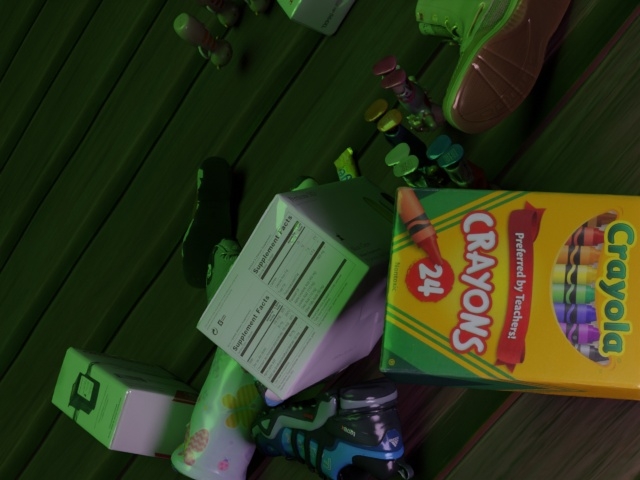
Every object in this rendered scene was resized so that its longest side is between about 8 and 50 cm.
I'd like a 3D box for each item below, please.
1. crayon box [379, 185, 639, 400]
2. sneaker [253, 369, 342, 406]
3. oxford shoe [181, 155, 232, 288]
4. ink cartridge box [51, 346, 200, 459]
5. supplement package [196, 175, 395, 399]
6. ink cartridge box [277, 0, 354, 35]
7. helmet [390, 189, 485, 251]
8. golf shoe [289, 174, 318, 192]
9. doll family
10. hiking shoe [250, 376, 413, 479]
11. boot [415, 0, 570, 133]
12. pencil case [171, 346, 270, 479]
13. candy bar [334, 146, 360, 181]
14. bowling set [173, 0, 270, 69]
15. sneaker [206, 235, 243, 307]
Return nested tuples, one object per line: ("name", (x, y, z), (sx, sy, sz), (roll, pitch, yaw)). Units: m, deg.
("crayon box", (0.230, 0.054, 1.385), (0.318, 0.081, 0.202), (2, 75, 13))
("sneaker", (-0.020, 0.165, 1.759), (0.083, 0.190, 0.071), (-20, 87, 27))
("oxford shoe", (-0.178, -0.026, 2.164), (0.076, 0.076, 0.212), (142, 138, -82))
("ink cartridge box", (-0.290, 0.256, 2.090), (0.237, 0.172, 0.100), (21, 93, 55))
("supplement package", (0.007, 0.050, 1.661), (0.145, 0.262, 0.204), (38, 111, 15))
("ink cartridge box", (-0.012, -0.434, 2.072), (0.148, 0.086, 0.203), (-57, 37, 22))
("helmet", (0.171, 0.042, 1.552), (0.169, 0.162, 0.169), (-16, 28, 9))
("golf shoe", (0.000, 0.000, 1.896), (0.094, 0.077, 0.198), (-13, 72, 40))
("doll family", (0.127, -0.101, 1.684), (0.118, 0.163, 0.263), (-38, 49, 11))
("hiking shoe", (0.002, 0.268, 1.737), (0.304, 0.113, 0.132), (-28, 74, 58))
("boot", (0.187, -0.251, 1.683), (0.203, 0.095, 0.262), (12, 70, 55))
("pencil case", (-0.118, 0.220, 1.922), (0.124, 0.113, 0.273), (-127, 59, -72))
("candy bar", (0.048, -0.061, 1.892), (0.040, 0.018, 0.161), (-45, 43, 35))
("bowling set", (-0.135, -0.437, 2.227), (0.200, 0.154, 0.287), (-22, 56, 27))
("sneaker", (-0.117, 0.025, 2.028), (0.229, 0.086, 0.132), (-48, 39, 33))
